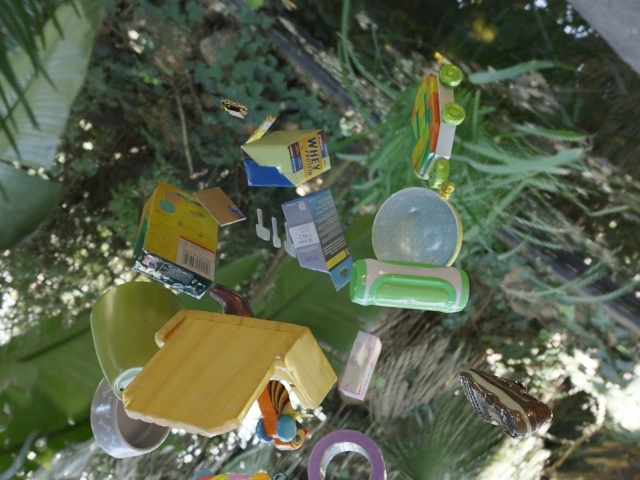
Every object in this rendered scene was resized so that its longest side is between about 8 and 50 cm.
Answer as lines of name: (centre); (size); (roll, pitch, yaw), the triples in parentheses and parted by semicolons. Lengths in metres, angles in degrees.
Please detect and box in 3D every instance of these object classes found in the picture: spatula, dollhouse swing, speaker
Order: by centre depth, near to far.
dollhouse swing: (-0.203, 0.338, 1.513); (0.347, 0.305, 0.315); (4, 141, 27)
speaker: (0.232, 0.119, 1.789); (0.297, 0.131, 0.131); (6, -172, -7)
spatula: (-0.164, -0.038, 2.440); (0.168, 0.019, 0.242); (26, -157, -20)

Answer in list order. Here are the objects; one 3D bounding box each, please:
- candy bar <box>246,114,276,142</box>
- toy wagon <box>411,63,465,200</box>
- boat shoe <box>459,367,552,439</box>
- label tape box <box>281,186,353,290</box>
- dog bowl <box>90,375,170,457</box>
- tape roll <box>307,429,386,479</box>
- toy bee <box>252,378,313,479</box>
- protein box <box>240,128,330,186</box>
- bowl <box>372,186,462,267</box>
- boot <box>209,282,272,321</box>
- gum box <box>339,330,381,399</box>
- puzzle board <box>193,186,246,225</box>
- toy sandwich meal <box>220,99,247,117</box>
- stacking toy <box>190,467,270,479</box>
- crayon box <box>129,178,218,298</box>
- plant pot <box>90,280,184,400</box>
candy bar: (-0.205, -0.377, 2.331); (0.040, 0.161, 0.018); (-4, -117, -41)
toy wagon: (0.292, -0.264, 1.726); (0.068, 0.344, 0.267); (6, 153, -6)
boat shoe: (0.371, 0.318, 1.362); (0.257, 0.095, 0.095); (-141, 34, -71)
label tape box: (0.000, 0.000, 2.373); (0.240, 0.106, 0.333); (-31, -75, -66)
dog bowl: (-0.694, 0.643, 2.565); (0.102, 0.348, 0.349); (-12, 152, 31)
tape roll: (0.067, 0.569, 1.673); (0.189, 0.189, 0.080); (39, 162, 28)
toy bee: (-0.109, 0.532, 1.931); (0.195, 0.298, 0.162); (11, -170, 31)
protein box: (-0.111, -0.270, 2.209); (0.200, 0.136, 0.201); (5, -155, 35)
bowl: (0.321, -0.017, 2.114); (0.289, 0.289, 0.156); (38, -162, 25)
boot: (-0.304, 0.301, 2.056); (0.264, 0.280, 0.096); (42, 162, -5)
gum box: (0.120, 0.359, 1.977); (0.062, 0.188, 0.107); (16, 163, 17)
puzzle board: (-0.276, -0.093, 1.858); (0.128, 0.011, 0.096); (48, -143, 18)
toy sandwich meal: (-0.243, -0.369, 1.900); (0.086, 0.029, 0.085); (16, -179, 0)
stacking toy: (-0.207, 0.613, 1.618); (0.166, 0.302, 0.175); (48, -142, -3)
crayon box: (-0.379, -0.010, 1.816); (0.202, 0.081, 0.318); (28, -148, -24)
plant pot: (-0.511, 0.308, 1.919); (0.275, 0.275, 0.293); (36, -164, -31)
